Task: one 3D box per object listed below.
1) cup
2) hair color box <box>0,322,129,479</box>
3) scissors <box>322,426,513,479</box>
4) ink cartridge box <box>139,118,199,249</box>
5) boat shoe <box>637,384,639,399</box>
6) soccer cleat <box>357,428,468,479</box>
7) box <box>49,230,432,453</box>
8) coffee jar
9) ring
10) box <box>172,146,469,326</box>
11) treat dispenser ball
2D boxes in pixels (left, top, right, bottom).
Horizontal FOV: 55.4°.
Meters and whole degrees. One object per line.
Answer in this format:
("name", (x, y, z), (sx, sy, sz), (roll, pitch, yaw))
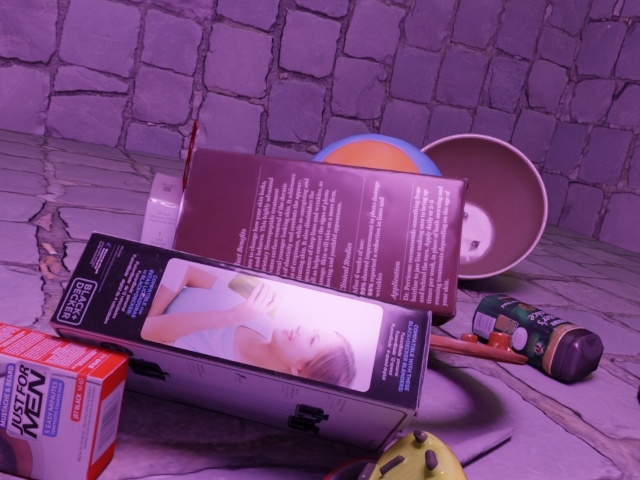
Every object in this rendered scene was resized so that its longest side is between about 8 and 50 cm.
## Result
("cup", (0.337, -0.047, 1.428), (0.330, 0.331, 0.237), (15, -13, 13))
("hair color box", (-0.239, 0.117, 0.460), (0.167, 0.093, 0.053), (13, 12, 4))
("scissors", (0.102, 0.206, 0.576), (0.108, 0.021, 0.297), (17, 14, 28))
("ink cartridge box", (-0.255, -0.084, 1.019), (0.060, 0.239, 0.275), (10, 12, -15))
("boat shoe", (0.547, 0.186, 0.903), (0.122, 0.120, 0.324), (17, 12, 20))
("soccer cleat", (0.091, 0.224, 0.362), (0.121, 0.093, 0.289), (45, 5, -16))
("box", (-0.063, 0.099, 0.542), (0.289, 0.087, 0.169), (13, -30, 3))
("coffee jar", (0.336, 0.149, 0.950), (0.096, 0.079, 0.184), (2, 16, -42))
("ring", (0.073, 0.103, 0.725), (0.336, 0.032, 0.336), (11, -10, 2))
("box", (0.000, 0.000, 0.855), (0.380, 0.191, 0.143), (8, -14, 4))
("treat dispenser ball", (0.087, -0.043, 1.078), (0.287, 0.289, 0.288), (12, 12, -3))
